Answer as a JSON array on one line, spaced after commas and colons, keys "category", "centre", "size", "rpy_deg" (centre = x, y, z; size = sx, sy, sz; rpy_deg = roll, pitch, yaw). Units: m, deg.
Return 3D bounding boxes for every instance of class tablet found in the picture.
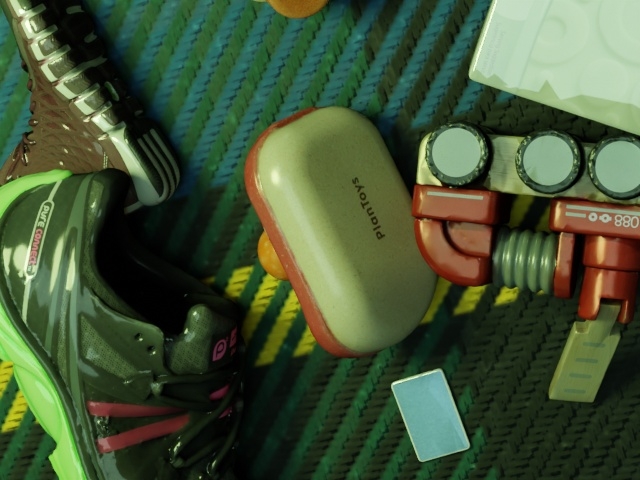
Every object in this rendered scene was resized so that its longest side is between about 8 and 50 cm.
[{"category": "tablet", "centre": [0.106, 0.168, 1.578], "size": [0.054, 0.006, 0.083], "rpy_deg": [-19, 97, 18]}]

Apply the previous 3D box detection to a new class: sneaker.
[{"category": "sneaker", "centre": [-0.272, -0.126, 1.574], "size": [0.162, 0.106, 0.281], "rpy_deg": [-31, 92, 22]}, {"category": "sneaker", "centre": [-0.148, 0.148, 1.535], "size": [0.202, 0.185, 0.483], "rpy_deg": [-25, 106, 15]}]

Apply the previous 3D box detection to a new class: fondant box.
[{"category": "fondant box", "centre": [0.317, -0.203, 1.378], "size": [0.330, 0.096, 0.238], "rpy_deg": [18, 106, 3]}]

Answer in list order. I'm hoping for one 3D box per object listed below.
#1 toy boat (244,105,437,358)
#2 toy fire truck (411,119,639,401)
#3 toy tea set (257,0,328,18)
[{"category": "toy boat", "centre": [0.000, 0.000, 1.521], "size": [0.151, 0.151, 0.231], "rpy_deg": [-22, 95, 49]}, {"category": "toy fire truck", "centre": [0.194, 0.024, 1.466], "size": [0.217, 0.158, 0.246], "rpy_deg": [6, 93, 14]}, {"category": "toy tea set", "centre": [0.016, -0.358, 1.433], "size": [0.200, 0.124, 0.336], "rpy_deg": [35, 107, -25]}]
